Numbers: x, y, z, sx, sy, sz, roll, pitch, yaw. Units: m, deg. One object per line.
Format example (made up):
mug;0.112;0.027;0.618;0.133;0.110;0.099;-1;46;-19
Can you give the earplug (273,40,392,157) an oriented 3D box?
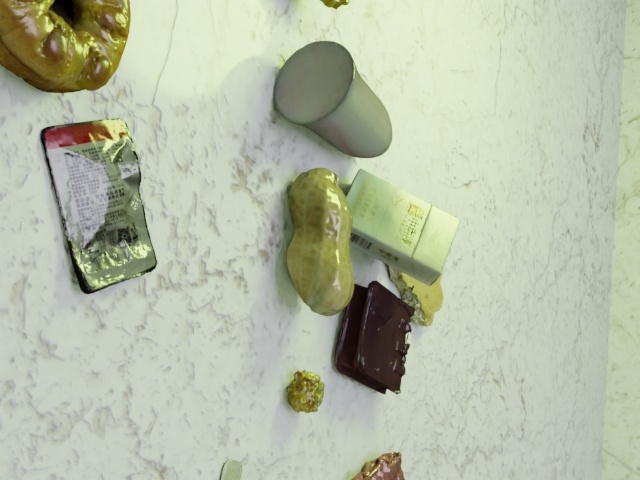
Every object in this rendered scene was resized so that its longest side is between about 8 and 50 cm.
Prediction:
earplug;0.059;-0.250;1.623;0.301;0.172;0.173;31;62;-55

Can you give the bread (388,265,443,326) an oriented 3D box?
bread;0.232;0.073;1.932;0.182;0.038;0.251;-57;131;-40

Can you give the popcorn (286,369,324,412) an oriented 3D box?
popcorn;-0.028;0.283;1.532;0.082;0.057;0.083;-37;114;-51

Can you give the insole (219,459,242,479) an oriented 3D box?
insole;-0.163;0.466;1.365;0.063;0.010;0.192;32;62;-49

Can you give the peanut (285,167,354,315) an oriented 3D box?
peanut;0.000;0.000;1.540;0.130;0.130;0.290;24;61;-51

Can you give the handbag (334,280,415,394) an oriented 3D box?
handbag;0.119;0.207;1.733;0.216;0.073;0.203;36;59;-50

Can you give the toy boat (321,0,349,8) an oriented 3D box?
toy boat;-0.048;-0.585;1.549;0.318;0.099;0.141;62;39;-26

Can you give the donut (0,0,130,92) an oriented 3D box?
donut;-0.353;-0.305;1.076;0.226;0.113;0.227;8;81;-54

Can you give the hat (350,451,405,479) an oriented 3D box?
hat;0.133;0.608;1.687;0.236;0.107;0.287;-25;103;-42

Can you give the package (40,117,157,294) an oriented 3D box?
package;-0.312;-0.055;1.183;0.154;0.030;0.239;-21;104;-52

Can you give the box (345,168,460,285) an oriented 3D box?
box;0.155;-0.028;1.685;0.242;0.067;0.155;26;57;-2
